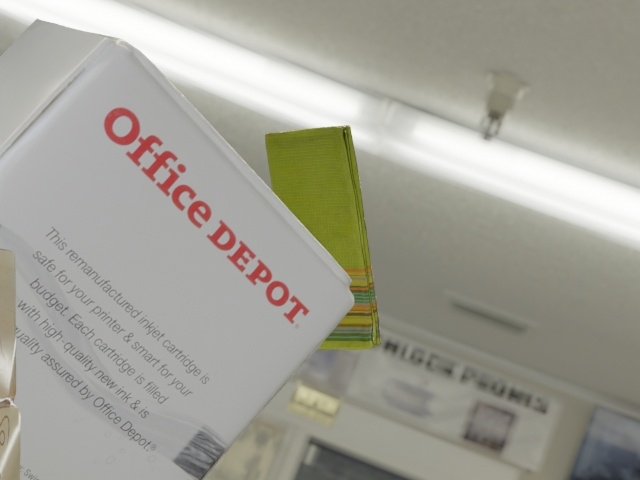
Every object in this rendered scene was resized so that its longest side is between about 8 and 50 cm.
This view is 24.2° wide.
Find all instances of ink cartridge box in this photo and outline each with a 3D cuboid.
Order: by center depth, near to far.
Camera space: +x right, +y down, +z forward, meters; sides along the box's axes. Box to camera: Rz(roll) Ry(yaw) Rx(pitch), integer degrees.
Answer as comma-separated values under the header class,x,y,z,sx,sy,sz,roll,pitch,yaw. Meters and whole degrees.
class,x,y,z,sx,sy,sz,roll,pitch,yaw
ink cartridge box,-0.151,0.058,0.766,0.207,0.283,0.117,48,-12,-31

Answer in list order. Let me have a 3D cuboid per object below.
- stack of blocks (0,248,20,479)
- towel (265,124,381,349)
class,x,y,z,sx,sy,sz,roll,pitch,yaw
stack of blocks,-0.136,0.145,0.335,0.087,0.297,0.171,-2,-5,8
towel,0.000,0.000,1.571,0.102,0.237,0.021,-5,8,24
